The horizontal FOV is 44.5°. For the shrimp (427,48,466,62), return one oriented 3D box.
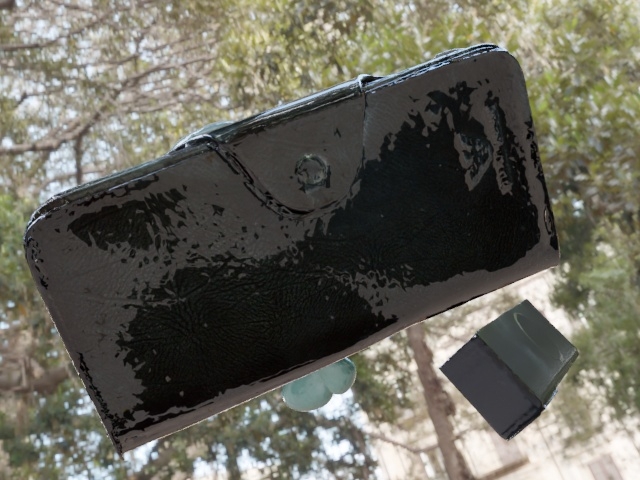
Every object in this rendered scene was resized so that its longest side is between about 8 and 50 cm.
[{"bbox_3d":[0.137,-0.158,0.966,0.224,0.126,0.047,-23,3,1],"label":"shrimp"}]

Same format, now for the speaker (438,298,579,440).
[{"bbox_3d":[0.180,0.109,0.710,0.044,0.082,0.218,-49,-17,20],"label":"speaker"}]

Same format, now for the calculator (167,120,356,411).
[{"bbox_3d":[-0.055,0.029,0.747,0.184,0.295,0.042,-24,6,18],"label":"calculator"}]

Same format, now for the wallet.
[{"bbox_3d":[0.000,0.000,0.473,0.318,0.045,0.172,-21,-66,-13],"label":"wallet"}]
